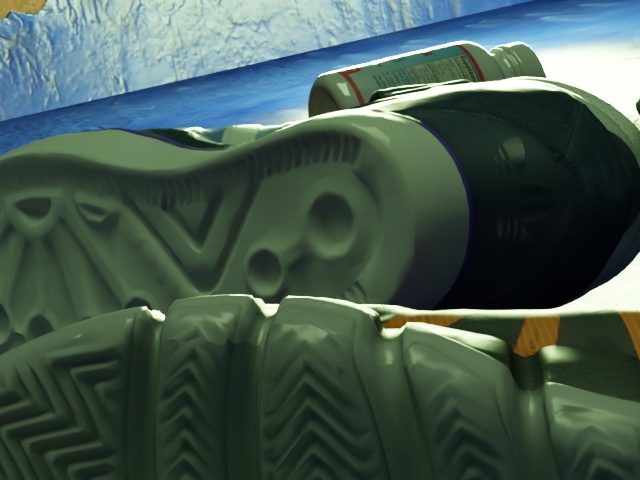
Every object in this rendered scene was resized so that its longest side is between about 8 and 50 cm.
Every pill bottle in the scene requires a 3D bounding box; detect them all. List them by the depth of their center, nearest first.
[{"bbox_3d":[0.079,-0.093,1.391,0.160,0.087,0.087,-15,10,-20],"label":"pill bottle"}]

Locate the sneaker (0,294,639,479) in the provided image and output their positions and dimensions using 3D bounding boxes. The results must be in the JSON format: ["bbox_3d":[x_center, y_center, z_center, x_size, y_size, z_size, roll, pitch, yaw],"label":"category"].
[{"bbox_3d":[0.076,0.063,0.471,0.321,0.125,0.180,2,10,17],"label":"sneaker"}]

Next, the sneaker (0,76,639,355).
[{"bbox_3d":[0.000,-0.001,0.906,0.323,0.130,0.236,-10,-1,41],"label":"sneaker"}]

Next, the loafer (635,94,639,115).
[{"bbox_3d":[0.218,-0.033,0.915,0.094,0.087,0.251,-21,-11,29],"label":"loafer"}]
